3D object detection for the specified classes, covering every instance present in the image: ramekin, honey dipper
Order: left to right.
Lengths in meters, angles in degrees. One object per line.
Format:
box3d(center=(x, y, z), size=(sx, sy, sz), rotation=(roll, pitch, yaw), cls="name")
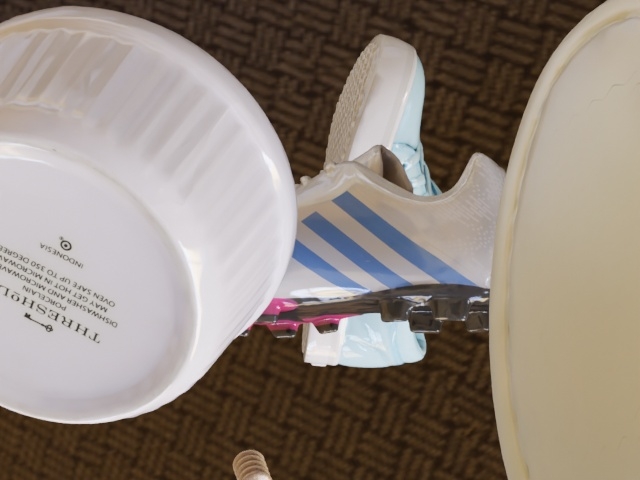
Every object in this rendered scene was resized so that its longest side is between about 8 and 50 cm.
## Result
box3d(center=(-0.159, -0.004, 0.881), size=(0.273, 0.127, 0.272), rotation=(7, 122, 11), cls="ramekin")
box3d(center=(-0.047, 0.238, 1.180), size=(0.030, 0.030, 0.160), rotation=(-64, 24, 19), cls="honey dipper")

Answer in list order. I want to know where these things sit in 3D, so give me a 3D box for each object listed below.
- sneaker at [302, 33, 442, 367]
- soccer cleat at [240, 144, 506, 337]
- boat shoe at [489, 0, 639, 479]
box3d(center=(0.075, -0.027, 1.268), size=(0.150, 0.135, 0.366), rotation=(6, 133, -6), cls="sneaker")
box3d(center=(0.000, 0.000, 1.077), size=(0.331, 0.116, 0.143), rotation=(-2, 76, 25), cls="soccer cleat")
box3d(center=(0.118, 0.078, 0.358), size=(0.109, 0.091, 0.305), rotation=(-35, 54, 52), cls="boat shoe")
